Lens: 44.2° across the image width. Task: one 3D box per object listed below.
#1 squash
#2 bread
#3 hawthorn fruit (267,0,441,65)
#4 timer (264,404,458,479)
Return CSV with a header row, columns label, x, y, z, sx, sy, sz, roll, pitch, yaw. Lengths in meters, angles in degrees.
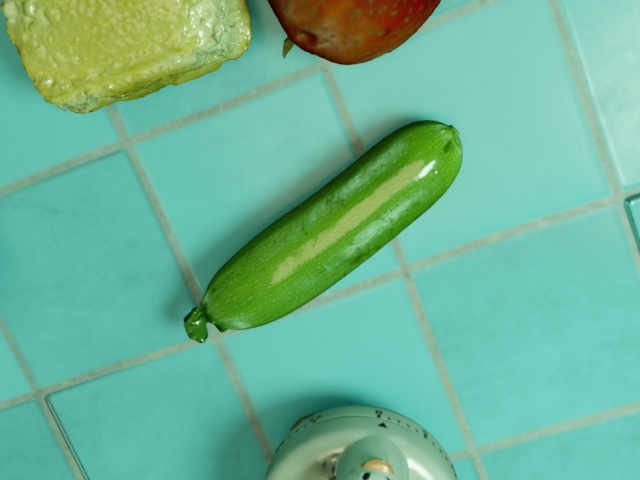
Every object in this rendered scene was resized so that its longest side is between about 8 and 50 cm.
label,x,y,z,sx,sy,sz,roll,pitch,yaw
squash,0.000,0.000,0.869,0.379,0.101,0.101,-36,98,11
bread,-0.200,-0.234,0.818,0.245,0.121,0.174,-20,110,8
hawthorn fruit,0.021,-0.255,0.766,0.179,0.179,0.200,43,127,-5
timer,0.044,0.305,0.873,0.234,0.240,0.233,2,106,6
